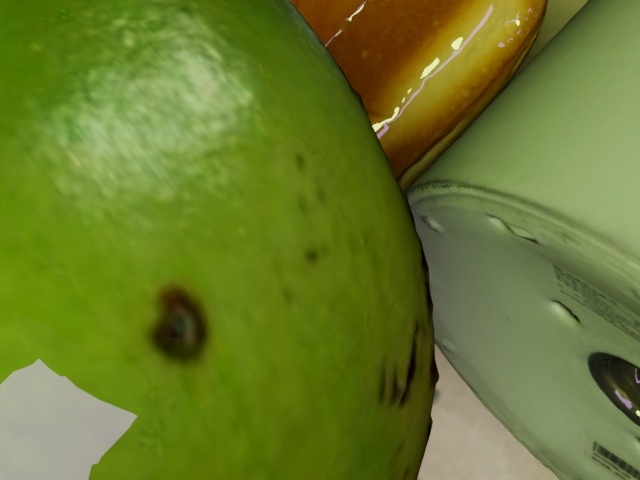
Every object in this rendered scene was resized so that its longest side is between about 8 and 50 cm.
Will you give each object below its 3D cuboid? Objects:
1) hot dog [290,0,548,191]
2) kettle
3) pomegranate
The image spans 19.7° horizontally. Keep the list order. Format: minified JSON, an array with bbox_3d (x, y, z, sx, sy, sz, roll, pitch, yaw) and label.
[{"bbox_3d":[-0.040,-0.026,0.621,0.269,0.072,0.115,-43,104,4],"label":"hot dog"},{"bbox_3d":[0.209,-0.034,0.625,0.318,0.205,0.265,-49,125,-17],"label":"kettle"},{"bbox_3d":[-0.148,0.026,0.478,0.310,0.216,0.358,-34,102,28],"label":"pomegranate"}]
